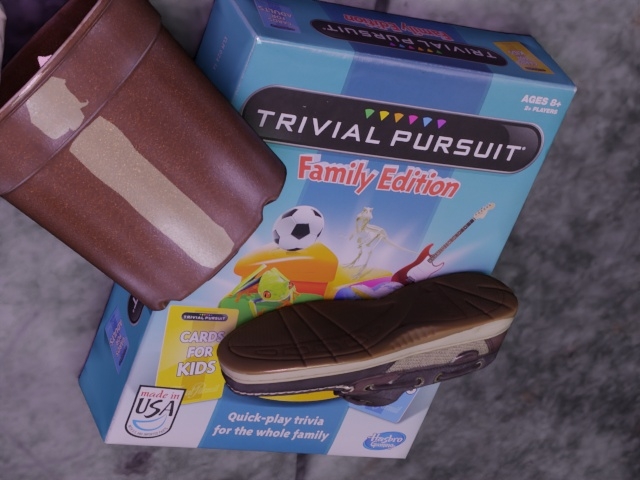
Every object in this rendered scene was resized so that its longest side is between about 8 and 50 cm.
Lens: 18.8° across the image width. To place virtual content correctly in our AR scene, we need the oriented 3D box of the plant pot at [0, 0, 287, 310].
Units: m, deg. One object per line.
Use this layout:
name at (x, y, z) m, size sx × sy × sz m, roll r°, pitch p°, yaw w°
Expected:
plant pot at (-0.120, -0.055, 1.187) m, size 0.167 × 0.167 × 0.165 m, roll -43°, pitch 107°, yaw 10°

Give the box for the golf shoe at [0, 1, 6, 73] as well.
golf shoe at (-0.312, -0.061, 1.149) m, size 0.306 × 0.140 × 0.115 m, roll -40°, pitch 133°, yaw 9°

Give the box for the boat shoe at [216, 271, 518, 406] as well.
boat shoe at (0.035, 0.082, 1.349) m, size 0.223 × 0.080 × 0.073 m, roll -13°, pitch 124°, yaw -23°

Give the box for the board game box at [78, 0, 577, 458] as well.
board game box at (0.000, 0.000, 1.377) m, size 0.254 × 0.079 × 0.336 m, roll 6°, pitch 122°, yaw -28°
